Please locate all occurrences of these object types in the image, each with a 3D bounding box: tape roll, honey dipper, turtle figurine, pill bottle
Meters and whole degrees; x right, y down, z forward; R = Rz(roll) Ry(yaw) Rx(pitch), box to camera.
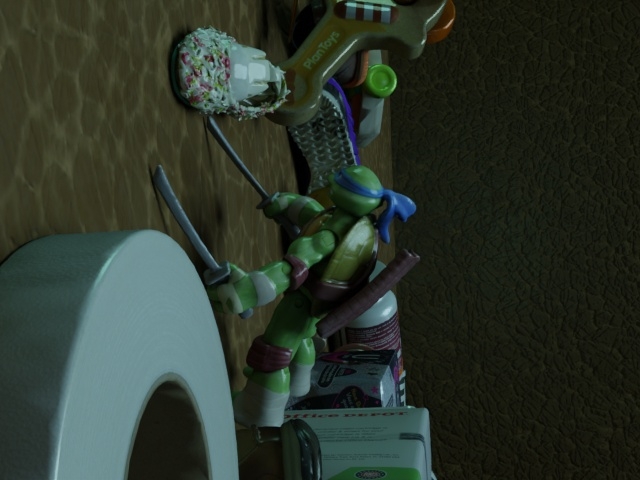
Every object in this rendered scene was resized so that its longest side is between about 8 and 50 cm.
[{"bbox_3d":[-0.124,0.187,0.667,0.392,0.072,0.391,-3,90,-82],"label":"tape roll"},{"bbox_3d":[-0.005,0.110,1.677,0.160,0.031,0.030,-88,171,-56],"label":"honey dipper"},{"bbox_3d":[-0.062,0.031,1.055,0.198,0.275,0.266,-124,-135,-61],"label":"turtle figurine"},{"bbox_3d":[0.078,0.150,1.893,0.121,0.121,0.221,-78,163,-61],"label":"pill bottle"}]

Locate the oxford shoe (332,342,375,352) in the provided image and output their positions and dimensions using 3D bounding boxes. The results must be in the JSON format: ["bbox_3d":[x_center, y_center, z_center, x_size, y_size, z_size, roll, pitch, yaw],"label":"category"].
[{"bbox_3d":[0.076,0.368,1.758,0.146,0.141,0.396,77,12,-83],"label":"oxford shoe"}]

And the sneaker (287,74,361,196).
[{"bbox_3d":[0.018,-0.146,1.659,0.146,0.102,0.293,-85,168,-48],"label":"sneaker"}]

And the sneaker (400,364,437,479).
[{"bbox_3d":[0.156,0.388,2.170,0.447,0.169,0.257,65,25,-62],"label":"sneaker"}]

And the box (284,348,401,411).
[{"bbox_3d":[0.038,0.248,1.504,0.247,0.142,0.163,-25,112,-82],"label":"box"}]

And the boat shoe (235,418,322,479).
[{"bbox_3d":[-0.057,0.318,0.922,0.122,0.120,0.323,99,-10,-72],"label":"boat shoe"}]

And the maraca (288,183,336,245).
[{"bbox_3d":[0.000,0.000,1.524,0.185,0.099,0.127,115,-21,-49],"label":"maraca"}]

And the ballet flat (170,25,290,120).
[{"bbox_3d":[-0.081,-0.167,1.072,0.241,0.077,0.091,-31,119,-80],"label":"ballet flat"}]

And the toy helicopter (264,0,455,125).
[{"bbox_3d":[0.022,-0.292,1.401,0.355,0.235,0.140,-52,169,-25],"label":"toy helicopter"}]

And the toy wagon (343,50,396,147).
[{"bbox_3d":[0.058,-0.343,1.906,0.267,0.068,0.344,146,-61,-76],"label":"toy wagon"}]

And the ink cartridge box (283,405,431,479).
[{"bbox_3d":[0.013,0.268,1.131,0.273,0.198,0.114,-43,129,-79],"label":"ink cartridge box"}]

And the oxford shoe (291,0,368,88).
[{"bbox_3d":[0.011,-0.319,1.676,0.364,0.133,0.129,136,-54,-76],"label":"oxford shoe"}]
